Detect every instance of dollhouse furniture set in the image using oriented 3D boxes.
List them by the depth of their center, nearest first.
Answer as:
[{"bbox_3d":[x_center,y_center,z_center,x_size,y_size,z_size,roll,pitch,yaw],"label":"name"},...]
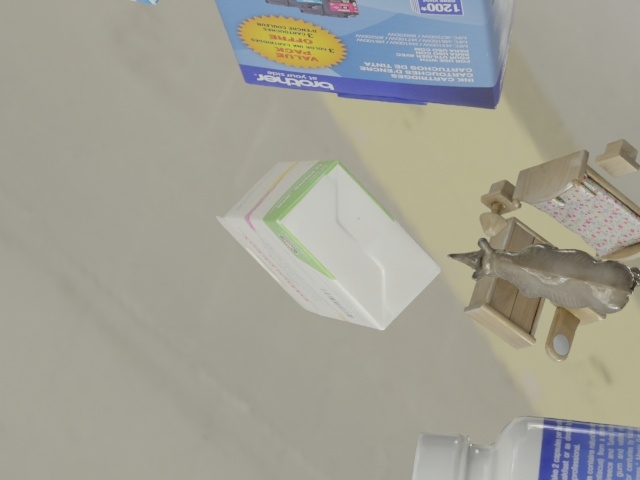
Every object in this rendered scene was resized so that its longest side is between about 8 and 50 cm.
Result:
[{"bbox_3d":[0.399,0.039,2.826,0.303,0.355,0.174,35,-121,-25],"label":"dollhouse furniture set"}]

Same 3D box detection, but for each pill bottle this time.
[{"bbox_3d":[0.204,0.212,1.443,0.152,0.272,0.152,6,-90,-83],"label":"pill bottle"}]

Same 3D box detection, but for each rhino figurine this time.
[{"bbox_3d":[0.276,0.039,2.374,0.106,0.243,0.073,-9,-69,-79],"label":"rhino figurine"}]

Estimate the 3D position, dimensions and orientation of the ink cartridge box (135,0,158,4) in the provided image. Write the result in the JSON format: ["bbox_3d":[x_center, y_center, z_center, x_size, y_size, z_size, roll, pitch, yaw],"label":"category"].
[{"bbox_3d":[-0.195,-0.295,1.949,0.052,0.122,0.088,45,-109,-40],"label":"ink cartridge box"}]

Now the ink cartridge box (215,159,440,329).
[{"bbox_3d":[0.000,0.000,2.566,0.207,0.119,0.353,46,169,-14],"label":"ink cartridge box"}]

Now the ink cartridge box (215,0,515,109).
[{"bbox_3d":[0.043,-0.255,1.822,0.395,0.270,0.151,66,-148,-67],"label":"ink cartridge box"}]
